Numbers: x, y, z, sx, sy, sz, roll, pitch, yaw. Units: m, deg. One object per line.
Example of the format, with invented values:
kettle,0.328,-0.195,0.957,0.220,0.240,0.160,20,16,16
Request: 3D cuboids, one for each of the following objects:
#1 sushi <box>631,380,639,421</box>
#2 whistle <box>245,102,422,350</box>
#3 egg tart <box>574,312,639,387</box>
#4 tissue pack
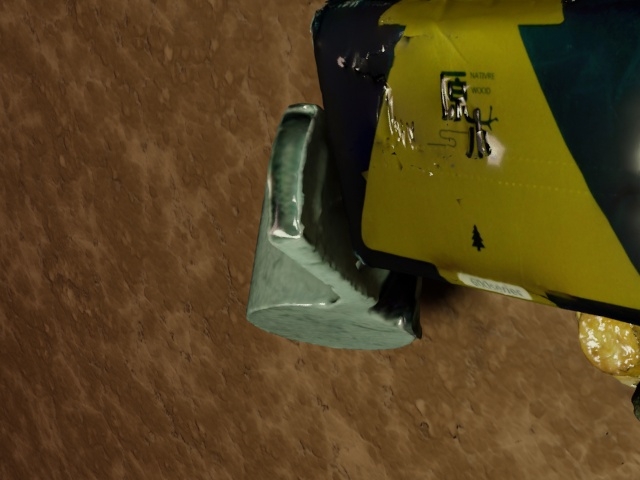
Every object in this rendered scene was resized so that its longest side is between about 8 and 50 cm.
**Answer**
sushi,0.377,0.171,1.022,0.225,0.124,0.127,56,143,28
whistle,0.029,0.000,1.248,0.405,0.188,0.168,107,171,-73
egg tart,0.289,0.086,1.162,0.129,0.049,0.128,26,125,44
tissue pack,0.212,-0.094,0.996,0.417,0.253,0.264,14,118,52
